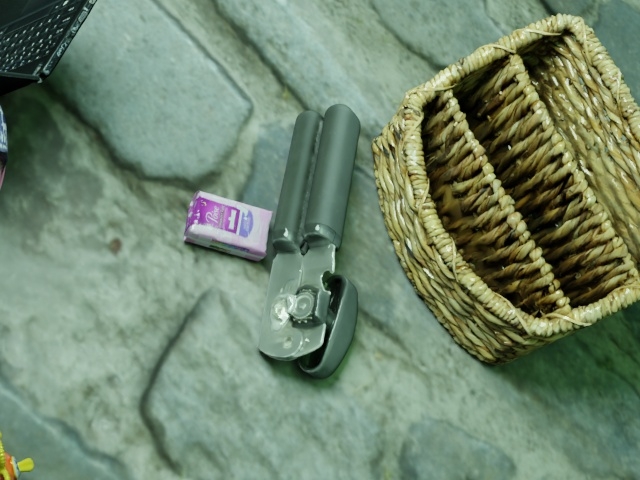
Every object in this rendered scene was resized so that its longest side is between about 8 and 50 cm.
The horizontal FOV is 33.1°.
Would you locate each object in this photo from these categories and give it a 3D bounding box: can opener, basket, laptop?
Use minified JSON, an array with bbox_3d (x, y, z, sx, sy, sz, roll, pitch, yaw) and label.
[{"bbox_3d":[0.000,0.000,1.096,0.095,0.076,0.283,42,49,-45],"label":"can opener"},{"bbox_3d":[0.203,-0.046,1.102,0.214,0.223,0.299,-20,79,-29],"label":"basket"},{"bbox_3d":[-0.323,-0.179,0.905,0.136,0.234,0.264,44,55,-34],"label":"laptop"}]

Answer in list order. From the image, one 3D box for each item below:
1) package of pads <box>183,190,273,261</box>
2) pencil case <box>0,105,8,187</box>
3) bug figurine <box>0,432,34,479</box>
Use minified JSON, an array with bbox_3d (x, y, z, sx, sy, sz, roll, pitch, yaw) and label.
[{"bbox_3d":[-0.091,-0.015,1.072,0.083,0.032,0.050,16,61,-17],"label":"package of pads"},{"bbox_3d":[-0.339,-0.027,0.770,0.167,0.386,0.160,-32,95,-31],"label":"pencil case"},{"bbox_3d":[-0.296,0.293,0.830,0.216,0.072,0.279,-16,76,-28],"label":"bug figurine"}]
